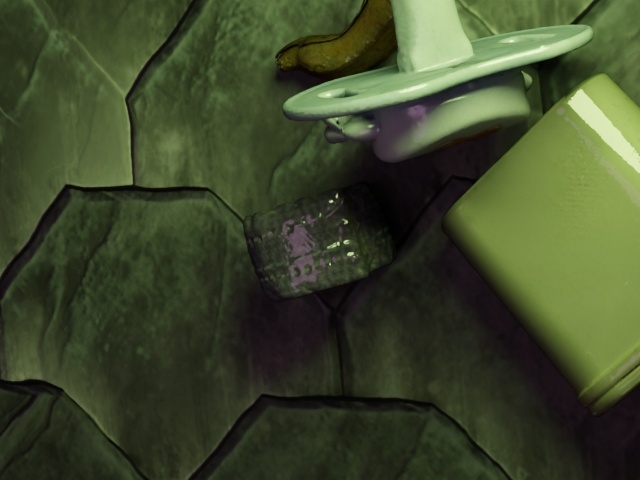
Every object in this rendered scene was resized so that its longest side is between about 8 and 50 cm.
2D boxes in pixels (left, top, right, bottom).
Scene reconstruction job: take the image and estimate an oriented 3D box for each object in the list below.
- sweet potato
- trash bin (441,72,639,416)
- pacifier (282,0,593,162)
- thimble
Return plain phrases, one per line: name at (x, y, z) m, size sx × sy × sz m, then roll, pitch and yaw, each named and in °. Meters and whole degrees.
sweet potato at (0.052, -0.223, 1.354) m, size 0.233 × 0.062 × 0.081 m, roll -35°, pitch 68°, yaw 31°
trash bin at (0.271, 0.005, 1.258) m, size 0.247 × 0.121 × 0.243 m, roll 49°, pitch 117°, yaw 14°
pacifier at (0.093, -0.203, 1.215) m, size 0.244 × 0.300 × 0.233 m, roll -152°, pitch 47°, yaw -65°
thimble at (-0.002, 0.001, 1.376) m, size 0.150 × 0.150 × 0.097 m, roll -16°, pitch 92°, yaw 29°
